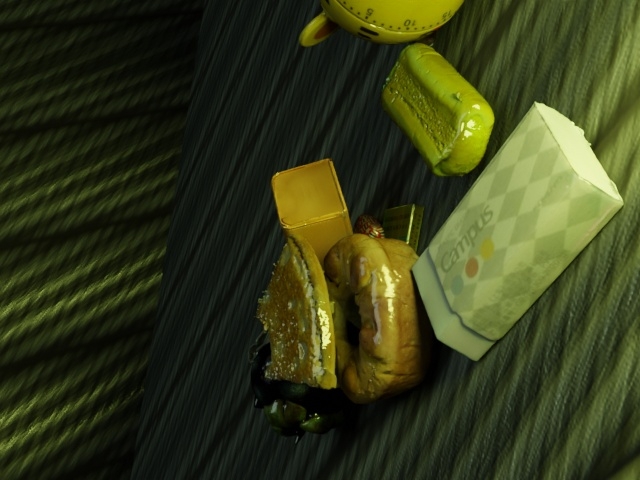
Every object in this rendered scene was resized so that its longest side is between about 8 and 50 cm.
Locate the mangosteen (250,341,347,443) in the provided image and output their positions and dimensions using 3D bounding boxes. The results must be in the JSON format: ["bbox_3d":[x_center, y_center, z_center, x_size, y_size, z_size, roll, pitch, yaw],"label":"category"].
[{"bbox_3d":[-0.036,0.298,1.907,0.243,0.243,0.242,-45,37,50],"label":"mangosteen"}]

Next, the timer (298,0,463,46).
[{"bbox_3d":[0.140,-0.557,1.903,0.387,0.376,0.376,128,150,-64],"label":"timer"}]

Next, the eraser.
[{"bbox_3d":[0.301,-0.004,1.479,0.396,0.082,0.213,-56,35,37],"label":"eraser"}]

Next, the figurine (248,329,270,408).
[{"bbox_3d":[-0.075,0.271,2.121,0.308,0.143,0.308,-47,34,45],"label":"figurine"}]

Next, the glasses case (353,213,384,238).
[{"bbox_3d":[0.098,-0.011,1.954,0.194,0.049,0.073,-115,37,-79],"label":"glasses case"}]

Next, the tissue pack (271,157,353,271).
[{"bbox_3d":[0.000,0.000,1.946,0.194,0.145,0.274,-108,1,-50],"label":"tissue pack"}]

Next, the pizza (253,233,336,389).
[{"bbox_3d":[-0.038,0.160,1.750,0.223,0.090,0.323,-45,47,46],"label":"pizza"}]

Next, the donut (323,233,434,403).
[{"bbox_3d":[0.098,0.150,1.738,0.299,0.150,0.317,-130,48,-56],"label":"donut"}]

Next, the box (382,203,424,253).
[{"bbox_3d":[0.157,0.025,1.880,0.121,0.030,0.193,-10,68,65],"label":"box"}]

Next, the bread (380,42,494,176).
[{"bbox_3d":[0.232,-0.255,1.770,0.166,0.112,0.383,-61,27,21],"label":"bread"}]
